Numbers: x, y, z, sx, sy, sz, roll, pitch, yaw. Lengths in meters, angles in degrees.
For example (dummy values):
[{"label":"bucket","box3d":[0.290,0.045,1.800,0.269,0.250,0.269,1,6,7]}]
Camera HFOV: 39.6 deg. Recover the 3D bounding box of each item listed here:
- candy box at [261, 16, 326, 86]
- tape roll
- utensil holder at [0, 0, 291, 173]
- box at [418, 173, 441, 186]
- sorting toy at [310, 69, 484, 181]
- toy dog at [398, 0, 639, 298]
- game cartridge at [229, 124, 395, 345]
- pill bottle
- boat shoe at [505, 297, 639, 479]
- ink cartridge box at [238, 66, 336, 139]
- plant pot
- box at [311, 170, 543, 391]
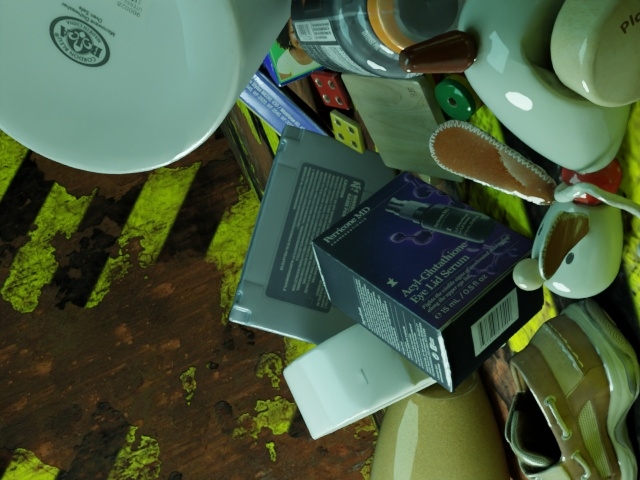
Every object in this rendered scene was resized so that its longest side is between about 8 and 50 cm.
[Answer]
[{"label":"candy box","box3d":[-0.095,-0.419,1.279,0.268,0.122,0.317,54,168,55]},{"label":"tape roll","box3d":[0.096,0.157,1.173,0.286,0.286,0.100,98,148,-75]},{"label":"utensil holder","box3d":[-0.184,-0.294,0.953,0.385,0.327,0.328,-72,-31,-52]},{"label":"box","box3d":[0.096,-0.184,1.097,0.164,0.021,0.201,59,170,39]},{"label":"sorting toy","box3d":[0.098,-0.140,0.995,0.274,0.046,0.132,18,145,52]},{"label":"toy dog","box3d":[0.146,-0.065,0.626,0.220,0.161,0.334,-132,19,-66]},{"label":"game cartridge","box3d":[0.000,0.000,1.287,0.060,0.196,0.294,157,129,-81]},{"label":"pill bottle","box3d":[0.059,-0.220,0.843,0.130,0.130,0.245,68,171,-17]},{"label":"boat shoe","box3d":[0.244,0.190,0.910,0.123,0.116,0.324,-123,12,-48]},{"label":"ink cartridge box","box3d":[-0.066,-0.217,1.473,0.303,0.072,0.307,39,-169,-36]},{"label":"plant pot","box3d":[0.185,0.314,1.394,0.237,0.237,0.254,-128,30,-59]},{"label":"box","box3d":[0.116,0.038,0.981,0.207,0.153,0.108,33,152,39]}]
